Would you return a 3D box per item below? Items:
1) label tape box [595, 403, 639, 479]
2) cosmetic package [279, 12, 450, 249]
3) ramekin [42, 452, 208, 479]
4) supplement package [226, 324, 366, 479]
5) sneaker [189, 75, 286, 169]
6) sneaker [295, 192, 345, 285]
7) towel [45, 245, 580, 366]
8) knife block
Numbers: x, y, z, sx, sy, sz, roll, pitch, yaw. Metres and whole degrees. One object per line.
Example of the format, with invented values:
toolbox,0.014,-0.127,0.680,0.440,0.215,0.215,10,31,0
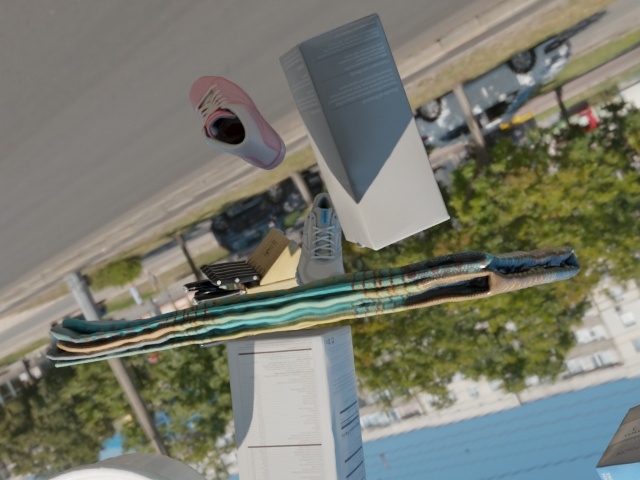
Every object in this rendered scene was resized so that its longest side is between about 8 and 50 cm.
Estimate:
label tape box,0.510,0.394,1.135,0.115,0.249,0.347,-32,173,36
cosmetic package,0.046,-0.117,0.892,0.107,0.238,0.127,-25,-168,-10
ramekin,-0.217,0.375,0.892,0.277,0.277,0.135,-27,175,7
supplement package,-0.028,0.244,1.058,0.139,0.244,0.134,-6,178,18
sneaker,-0.093,-0.122,0.756,0.051,0.134,0.070,-51,152,13
sneaker,0.000,0.000,1.120,0.071,0.083,0.191,1,-144,-4
towel,0.003,0.048,0.660,0.370,0.040,0.271,-12,175,28
knife block,-0.089,0.116,1.344,0.242,0.275,0.088,-53,-150,0
